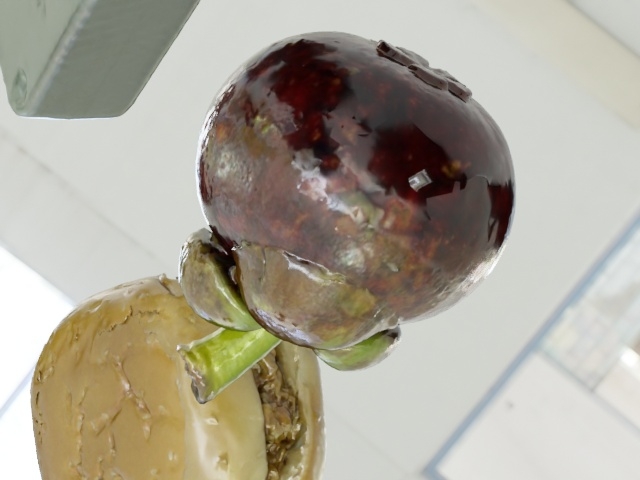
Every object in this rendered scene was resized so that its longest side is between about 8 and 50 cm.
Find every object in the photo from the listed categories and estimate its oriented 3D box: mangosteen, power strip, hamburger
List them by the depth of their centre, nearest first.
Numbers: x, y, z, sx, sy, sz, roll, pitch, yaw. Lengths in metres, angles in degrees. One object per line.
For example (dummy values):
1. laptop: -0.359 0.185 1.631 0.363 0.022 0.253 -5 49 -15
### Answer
1. power strip: -0.108 -0.133 0.562 0.061 0.145 0.215 -2 -119 -29
2. mangosteen: 0.012 -0.002 0.764 0.146 0.181 0.156 13 -174 12
3. hamburger: -0.090 0.118 1.033 0.108 0.213 0.214 3 -149 -43
